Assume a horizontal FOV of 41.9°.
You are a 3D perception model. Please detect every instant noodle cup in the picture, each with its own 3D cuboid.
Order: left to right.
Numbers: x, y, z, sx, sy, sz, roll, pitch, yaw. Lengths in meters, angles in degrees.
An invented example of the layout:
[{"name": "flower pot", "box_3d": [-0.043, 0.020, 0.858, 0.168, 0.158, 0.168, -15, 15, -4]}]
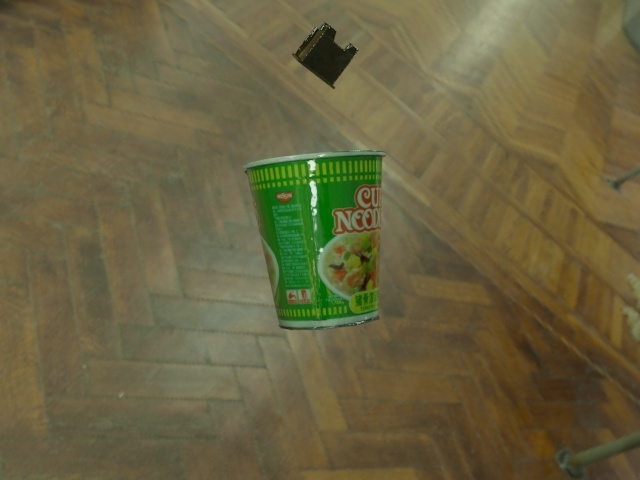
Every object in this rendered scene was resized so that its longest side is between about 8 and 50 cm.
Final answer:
[{"name": "instant noodle cup", "box_3d": [0.000, 0.000, 1.172, 0.207, 0.207, 0.232, -9, 94, -49]}]

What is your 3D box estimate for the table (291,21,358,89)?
[{"name": "table", "box_3d": [0.011, -0.329, 1.476, 0.083, 0.082, 0.070, 35, 12, -21]}]
